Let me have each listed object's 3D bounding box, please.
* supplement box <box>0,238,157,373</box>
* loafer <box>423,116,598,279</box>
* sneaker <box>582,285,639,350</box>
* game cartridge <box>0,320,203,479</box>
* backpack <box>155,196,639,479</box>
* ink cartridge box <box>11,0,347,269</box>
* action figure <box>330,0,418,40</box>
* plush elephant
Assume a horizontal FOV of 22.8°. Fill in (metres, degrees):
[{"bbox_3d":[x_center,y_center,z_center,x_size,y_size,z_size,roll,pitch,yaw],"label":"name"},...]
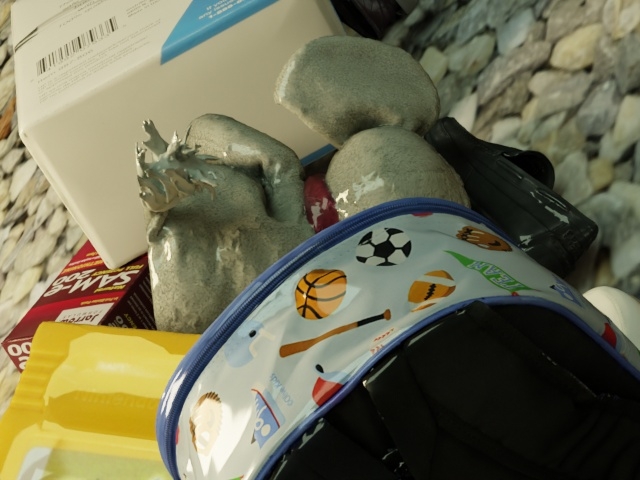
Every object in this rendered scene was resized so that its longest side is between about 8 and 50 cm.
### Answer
[{"bbox_3d":[-0.170,0.036,1.451,0.130,0.073,0.239,-11,31,36],"label":"supplement box"},{"bbox_3d":[0.146,-0.039,1.237,0.078,0.076,0.223,-35,35,2],"label":"loafer"},{"bbox_3d":[0.127,0.149,1.005,0.111,0.129,0.297,2,57,53],"label":"sneaker"},{"bbox_3d":[-0.116,0.210,1.023,0.285,0.053,0.324,3,63,28],"label":"game cartridge"},{"bbox_3d":[0.052,0.103,0.829,0.276,0.263,0.213,-46,49,-2],"label":"backpack"},{"bbox_3d":[-0.133,-0.178,1.523,0.285,0.166,0.395,-28,27,2],"label":"ink cartridge box"},{"bbox_3d":[0.124,-0.317,1.527,0.285,0.099,0.185,-47,23,-5],"label":"action figure"},{"bbox_3d":[0.000,0.000,1.197,0.255,0.330,0.272,-6,64,-4],"label":"plush elephant"}]
